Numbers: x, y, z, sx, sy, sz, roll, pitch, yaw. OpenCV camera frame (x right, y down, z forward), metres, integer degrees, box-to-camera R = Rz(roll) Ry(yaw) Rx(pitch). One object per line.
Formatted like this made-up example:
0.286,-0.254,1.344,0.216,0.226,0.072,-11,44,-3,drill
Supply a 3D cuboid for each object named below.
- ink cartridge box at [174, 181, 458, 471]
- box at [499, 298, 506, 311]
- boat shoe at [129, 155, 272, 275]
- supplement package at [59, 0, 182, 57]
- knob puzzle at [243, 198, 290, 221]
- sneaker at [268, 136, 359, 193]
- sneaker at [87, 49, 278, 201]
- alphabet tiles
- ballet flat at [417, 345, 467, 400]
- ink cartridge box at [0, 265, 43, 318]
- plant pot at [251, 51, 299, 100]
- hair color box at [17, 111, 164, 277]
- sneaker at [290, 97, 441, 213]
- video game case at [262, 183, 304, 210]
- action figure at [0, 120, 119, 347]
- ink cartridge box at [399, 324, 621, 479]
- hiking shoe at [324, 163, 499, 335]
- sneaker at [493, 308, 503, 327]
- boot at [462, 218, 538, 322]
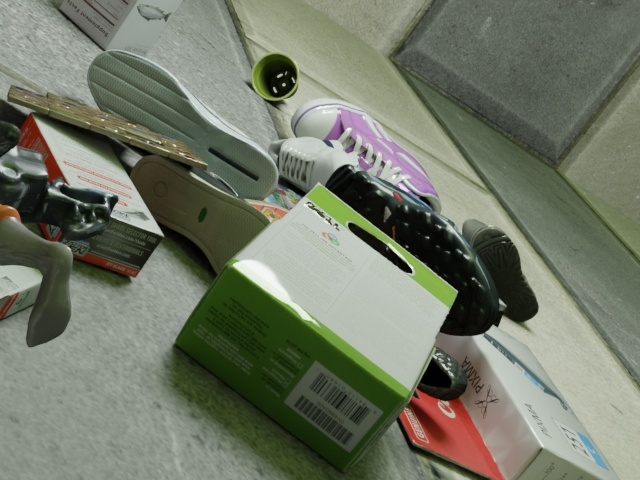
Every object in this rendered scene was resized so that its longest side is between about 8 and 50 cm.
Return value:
0.010,0.068,1.108,0.189,0.097,0.255,37,25,2,ink cartridge box
0.164,0.034,1.724,0.145,0.038,0.186,22,22,-45,box
-0.088,-0.011,1.228,0.233,0.084,0.079,38,16,18,boat shoe
-0.261,-0.362,1.694,0.105,0.179,0.105,41,16,17,supplement package
-0.009,0.006,1.370,0.213,0.030,0.213,33,17,-12,knob puzzle
-0.009,-0.093,1.631,0.095,0.090,0.235,13,8,-15,sneaker
-0.167,-0.129,1.430,0.258,0.094,0.091,38,-3,-10,sneaker
-0.226,-0.122,1.247,0.198,0.009,0.237,19,6,-16,alphabet tiles
0.076,0.108,1.235,0.173,0.057,0.049,27,-7,20,ballet flat
-0.247,0.028,0.875,0.063,0.029,0.115,38,17,4,ink cartridge box
-0.070,-0.274,2.063,0.083,0.083,0.079,39,4,10,plant pot
-0.218,-0.043,1.099,0.093,0.053,0.167,23,19,-39,hair color box
0.086,-0.118,1.889,0.282,0.102,0.161,26,21,-33,sneaker
0.000,0.000,1.501,0.183,0.023,0.201,28,19,-30,video game case
-0.254,-0.075,0.817,0.341,0.178,0.330,10,28,-38,action figure
0.173,0.163,1.319,0.261,0.066,0.296,30,16,-27,ink cartridge box
0.126,0.007,1.424,0.132,0.113,0.304,14,25,-44,hiking shoe
0.172,0.094,1.561,0.075,0.057,0.161,26,9,33,sneaker
0.264,0.014,1.869,0.208,0.076,0.189,-99,165,-60,boot
